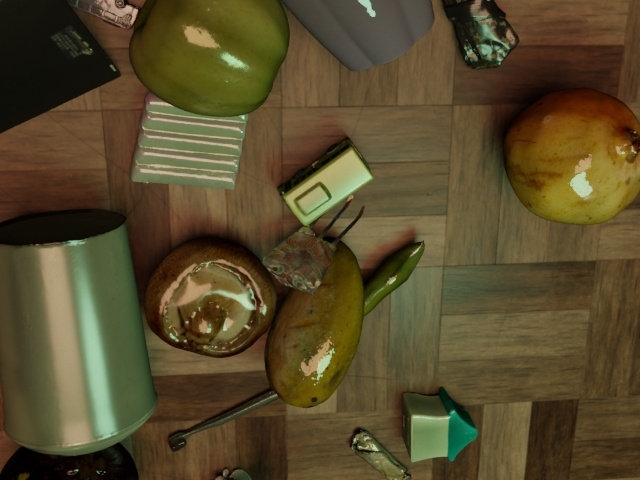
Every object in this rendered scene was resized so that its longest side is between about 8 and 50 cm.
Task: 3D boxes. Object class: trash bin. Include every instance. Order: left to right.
[{"bbox_3d":[-0.458,0.178,1.400,0.280,0.280,0.432,-4,106,-5],"label":"trash bin"}]

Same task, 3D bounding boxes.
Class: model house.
[{"bbox_3d":[0.256,0.399,1.643,0.148,0.100,0.127,-2,109,-3],"label":"model house"}]

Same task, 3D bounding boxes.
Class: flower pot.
[{"bbox_3d":[0.060,-0.427,1.266,0.265,0.265,0.243,-32,119,5],"label":"flower pot"}]

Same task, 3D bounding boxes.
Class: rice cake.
[{"bbox_3d":[-0.245,-0.183,1.423,0.198,0.037,0.189,12,107,-10],"label":"rice cake"}]

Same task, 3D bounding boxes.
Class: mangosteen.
[{"bbox_3d":[-0.506,0.512,1.515,0.287,0.288,0.288,-2,109,-6],"label":"mangosteen"}]

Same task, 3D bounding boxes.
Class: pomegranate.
[{"bbox_3d":[0.472,-0.150,1.396,0.264,0.264,0.265,-2,109,-6],"label":"pomegranate"}]

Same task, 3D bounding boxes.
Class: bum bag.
[{"bbox_3d":[0.275,-0.429,1.381,0.102,0.069,0.248,-15,116,37],"label":"bum bag"}]

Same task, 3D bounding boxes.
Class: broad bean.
[{"bbox_3d":[0.101,0.115,1.548,0.325,0.067,0.075,-47,144,16],"label":"broad bean"}]

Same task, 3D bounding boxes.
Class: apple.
[{"bbox_3d":[-0.184,-0.345,1.279,0.279,0.279,0.279,-2,109,-6],"label":"apple"}]

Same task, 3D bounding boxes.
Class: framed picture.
[{"bbox_3d":[-0.544,-0.285,1.281,0.338,0.014,0.255,-24,152,3],"label":"framed picture"}]

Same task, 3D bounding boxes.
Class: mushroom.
[{"bbox_3d":[-0.212,0.111,1.462,0.253,0.153,0.253,-4,107,-14],"label":"mushroom"}]

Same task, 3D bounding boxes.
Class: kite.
[{"bbox_3d":[0.000,0.001,1.457,0.127,0.016,0.229,37,72,20],"label":"kite"}]

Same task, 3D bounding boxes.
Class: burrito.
[{"bbox_3d":[0.132,0.487,1.691,0.051,0.042,0.171,-43,111,12],"label":"burrito"}]

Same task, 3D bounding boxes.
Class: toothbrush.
[{"bbox_3d":[-0.191,0.376,1.623,0.297,0.031,0.030,-26,135,1],"label":"toothbrush"}]

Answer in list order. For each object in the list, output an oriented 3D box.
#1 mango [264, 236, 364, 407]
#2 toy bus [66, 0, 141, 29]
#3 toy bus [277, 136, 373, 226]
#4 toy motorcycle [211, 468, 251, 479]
[{"bbox_3d":[-0.001,0.162,1.481,0.176,0.175,0.330,25,84,11],"label":"mango"},{"bbox_3d":[-0.383,-0.413,1.329,0.130,0.037,0.052,21,107,-12],"label":"toy bus"},{"bbox_3d":[0.008,-0.109,1.443,0.175,0.101,0.088,-35,109,7],"label":"toy bus"},{"bbox_3d":[-0.172,0.561,1.613,0.102,0.221,0.150,53,51,-21],"label":"toy motorcycle"}]
